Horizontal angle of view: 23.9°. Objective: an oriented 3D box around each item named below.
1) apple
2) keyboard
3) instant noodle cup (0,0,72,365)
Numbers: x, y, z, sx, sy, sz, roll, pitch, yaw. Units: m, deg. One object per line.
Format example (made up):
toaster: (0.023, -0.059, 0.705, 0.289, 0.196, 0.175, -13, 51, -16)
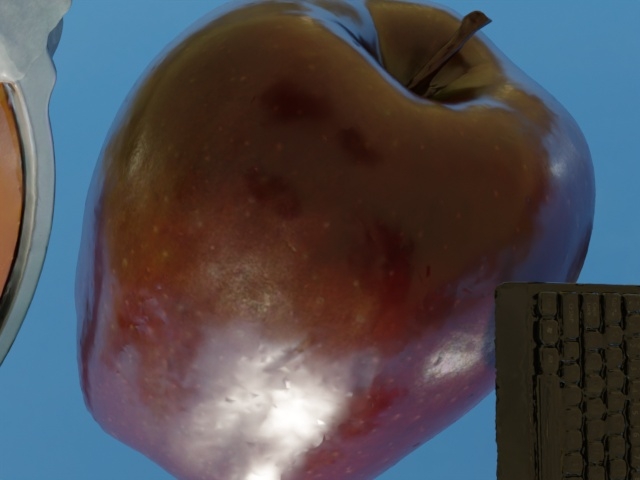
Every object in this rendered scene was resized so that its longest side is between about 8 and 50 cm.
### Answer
apple: (0.000, 0.000, 0.892, 0.317, 0.288, 0.288, -55, -140, 27)
keyboard: (0.102, 0.112, 0.563, 0.074, 0.015, 0.197, 4, -102, -12)
instant noodle cup: (-0.173, -0.015, 0.373, 0.208, 0.178, 0.125, -39, -132, -26)
